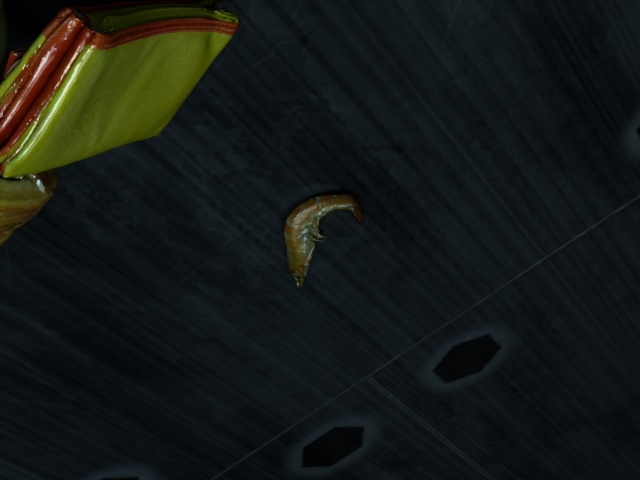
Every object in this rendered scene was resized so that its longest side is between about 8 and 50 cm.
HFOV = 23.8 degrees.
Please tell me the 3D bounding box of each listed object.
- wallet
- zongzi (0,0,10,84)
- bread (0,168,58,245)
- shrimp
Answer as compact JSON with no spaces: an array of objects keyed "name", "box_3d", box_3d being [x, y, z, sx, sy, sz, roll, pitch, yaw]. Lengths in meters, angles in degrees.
[{"name":"wallet","box_3d":[-0.162,-0.132,1.178,0.141,0.067,0.241,-50,170,23]},{"name":"zongzi","box_3d":[-0.353,-0.139,1.065,0.273,0.145,0.300,-10,160,-11]},{"name":"bread","box_3d":[-0.346,-0.031,1.191,0.235,0.099,0.210,-5,160,-38]},{"name":"shrimp","box_3d":[0.000,0.000,1.566,0.091,0.025,0.127,-12,140,-24]}]
